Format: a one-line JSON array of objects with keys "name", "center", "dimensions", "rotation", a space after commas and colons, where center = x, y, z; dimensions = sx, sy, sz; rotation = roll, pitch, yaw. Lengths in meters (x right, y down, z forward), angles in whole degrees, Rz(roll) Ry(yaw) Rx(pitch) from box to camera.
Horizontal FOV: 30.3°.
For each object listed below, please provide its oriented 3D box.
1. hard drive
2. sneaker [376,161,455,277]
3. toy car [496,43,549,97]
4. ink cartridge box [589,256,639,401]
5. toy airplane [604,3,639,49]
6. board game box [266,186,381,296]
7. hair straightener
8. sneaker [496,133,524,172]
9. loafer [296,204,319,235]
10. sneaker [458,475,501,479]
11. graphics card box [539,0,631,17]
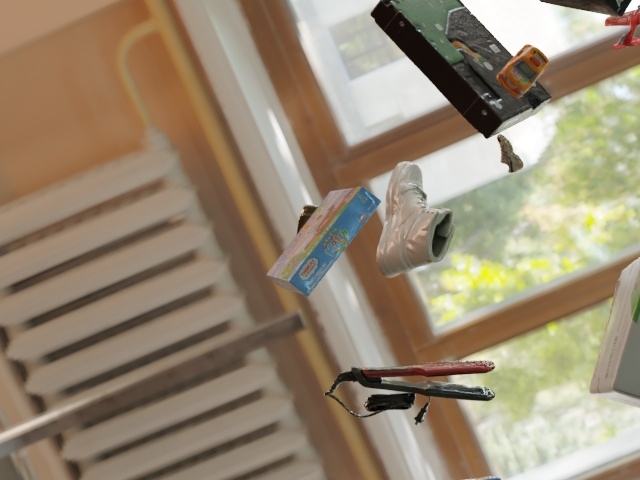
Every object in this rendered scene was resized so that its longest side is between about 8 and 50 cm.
[{"name": "hard drive", "center": [0.276, -0.358, 2.310], "dimensions": [0.339, 0.064, 0.237], "rotation": [49, 37, 9]}, {"name": "sneaker", "center": [0.230, -0.060, 2.612], "dimensions": [0.108, 0.169, 0.292], "rotation": [37, 51, -39]}, {"name": "toy car", "center": [0.192, -0.209, 1.196], "dimensions": [0.122, 0.060, 0.040], "rotation": [61, -22, 2]}, {"name": "ink cartridge box", "center": [0.488, 0.137, 1.714], "dimensions": [0.289, 0.122, 0.211], "rotation": [49, 58, -80]}, {"name": "toy airplane", "center": [0.644, -0.440, 2.419], "dimensions": [0.028, 0.151, 0.151], "rotation": [52, 11, -28]}, {"name": "board game box", "center": [0.000, 0.000, 1.641], "dimensions": [0.039, 0.160, 0.211], "rotation": [38, -7, -8]}, {"name": "hair straightener", "center": [0.120, 0.210, 1.586], "dimensions": [0.047, 0.230, 0.089], "rotation": [-80, 165, -78]}, {"name": "sneaker", "center": [0.368, -0.171, 2.350], "dimensions": [0.083, 0.037, 0.032], "rotation": [59, 30, 1]}, {"name": "loafer", "center": [-0.014, -0.008, 2.077], "dimensions": [0.148, 0.056, 0.050], "rotation": [91, 9, -56]}, {"name": "sneaker", "center": [0.200, 0.402, 1.482], "dimensions": [0.323, 0.236, 0.130], "rotation": [25, 33, -35]}, {"name": "graphics card box", "center": [0.345, -0.518, 1.978], "dimensions": [0.371, 0.094, 0.233], "rotation": [32, 0, -31]}]
